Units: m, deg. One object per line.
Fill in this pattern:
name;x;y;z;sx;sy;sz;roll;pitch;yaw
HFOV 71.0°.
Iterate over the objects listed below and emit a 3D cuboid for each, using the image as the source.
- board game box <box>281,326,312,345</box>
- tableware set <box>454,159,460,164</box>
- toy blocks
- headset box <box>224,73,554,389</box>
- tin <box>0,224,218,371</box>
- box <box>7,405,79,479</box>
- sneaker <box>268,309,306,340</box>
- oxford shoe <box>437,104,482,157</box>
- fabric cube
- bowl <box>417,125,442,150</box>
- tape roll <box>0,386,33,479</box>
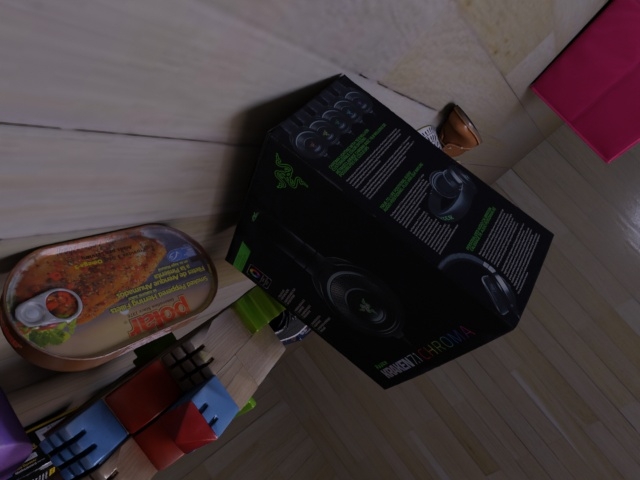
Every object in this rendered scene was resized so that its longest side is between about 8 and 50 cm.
board game box;-0.092;0.296;1.502;0.243;0.042;0.165;-30;-178;45
tableware set;0.200;-0.057;0.816;0.194;0.039;0.128;-55;156;20
toy blocks;-0.219;0.216;0.546;0.381;0.190;0.261;-34;-177;21
headset box;0.044;0.002;0.500;0.131;0.283;0.246;-49;176;-35
tin;-0.177;0.046;0.403;0.040;0.106;0.190;-47;164;34
box;-0.526;0.459;0.743;0.257;0.079;0.321;-22;142;-50
sneaker;-0.092;0.202;1.188;0.296;0.104;0.147;-20;164;-42
oxford shoe;0.252;-0.191;0.844;0.076;0.076;0.212;-32;169;11
fabric cube;0.693;-0.372;0.990;0.254;0.259;0.258;-30;165;-37
bowl;0.169;-0.122;0.830;0.170;0.080;0.170;-35;167;-9
tape roll;-0.442;0.247;0.426;0.275;0.090;0.275;-35;167;-10
